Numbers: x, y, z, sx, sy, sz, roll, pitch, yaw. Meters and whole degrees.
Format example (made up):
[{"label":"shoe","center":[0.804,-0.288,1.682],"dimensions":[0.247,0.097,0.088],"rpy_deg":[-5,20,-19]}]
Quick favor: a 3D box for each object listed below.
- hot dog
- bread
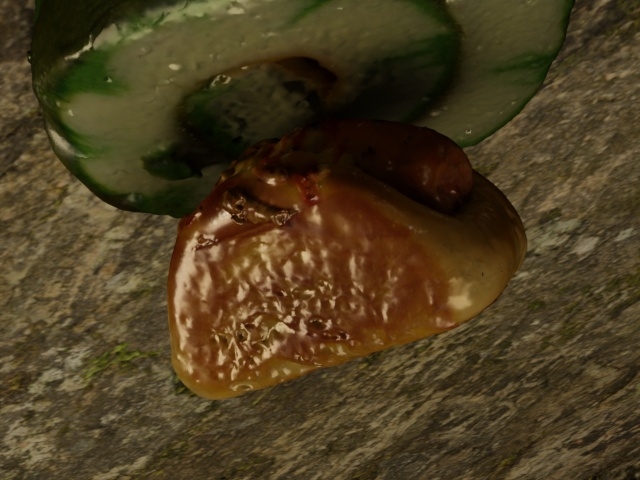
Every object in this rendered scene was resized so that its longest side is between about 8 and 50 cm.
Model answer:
[{"label":"hot dog","center":[0.000,0.000,1.142],"dimensions":[0.256,0.153,0.150],"rpy_deg":[-20,-171,30]},{"label":"bread","center":[-0.008,-0.146,1.174],"dimensions":[0.382,0.129,0.366],"rpy_deg":[-27,153,22]}]
